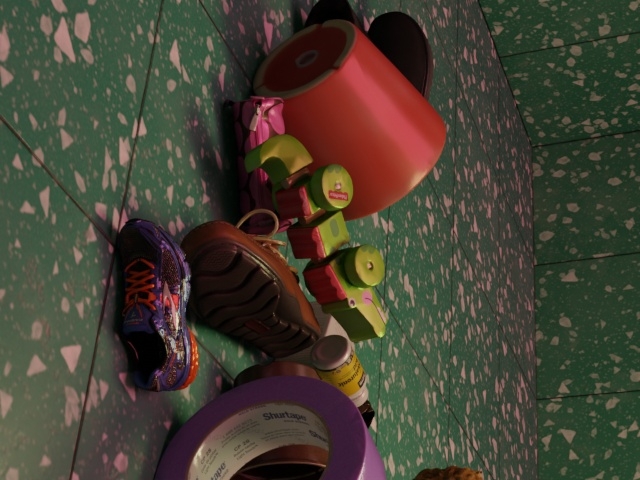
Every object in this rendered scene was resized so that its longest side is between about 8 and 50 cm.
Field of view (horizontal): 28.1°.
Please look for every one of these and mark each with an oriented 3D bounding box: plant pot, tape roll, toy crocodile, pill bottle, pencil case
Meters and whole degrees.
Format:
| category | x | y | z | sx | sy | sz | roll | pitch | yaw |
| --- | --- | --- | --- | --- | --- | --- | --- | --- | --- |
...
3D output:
| category | x | y | z | sx | sy | sz | roll | pitch | yaw |
| --- | --- | --- | --- | --- | --- | --- | --- | --- | --- |
| plant pot | 0.032 | -0.209 | 2.097 | 0.243 | 0.275 | 0.275 | 54 | 32 | -33 |
| tape roll | -0.062 | 0.297 | 1.570 | 0.275 | 0.275 | 0.090 | -78 | 153 | -45 |
| toy crocodile | 0.000 | 0.000 | 1.873 | 0.105 | 0.115 | 0.340 | -36 | 109 | -43 |
| pill bottle | 0.032 | 0.203 | 1.952 | 0.065 | 0.065 | 0.116 | -79 | 153 | -43 |
| pencil case | -0.090 | -0.113 | 1.938 | 0.098 | 0.095 | 0.209 | 151 | -68 | -77 |
| plant pot | -0.056 | 0.268 | 1.794 | 0.167 | 0.167 | 0.165 | 55 | 26 | -53 |

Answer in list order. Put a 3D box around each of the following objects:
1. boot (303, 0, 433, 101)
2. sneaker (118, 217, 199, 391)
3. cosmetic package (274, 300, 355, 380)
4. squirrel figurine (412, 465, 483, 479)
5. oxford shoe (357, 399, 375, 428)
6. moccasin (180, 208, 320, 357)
| category | x | y | z | sx | sy | sz | roll | pitch | yaw |
| --- | --- | --- | --- | --- | --- | --- | --- | --- | --- |
| boot | 0.082 | -0.358 | 2.477 | 0.445 | 0.146 | 0.367 | 32 | 51 | -60 |
| sneaker | -0.204 | 0.082 | 1.553 | 0.087 | 0.083 | 0.221 | -21 | 99 | -62 |
| cosmetic package | -0.014 | 0.210 | 2.035 | 0.231 | 0.085 | 0.117 | -75 | 150 | -51 |
| squirrel figurine | 0.223 | 0.613 | 2.293 | 0.370 | 0.281 | 0.397 | 69 | 25 | -50 |
| oxford shoe | 0.051 | 0.280 | 2.180 | 0.083 | 0.096 | 0.227 | 52 | 33 | -52 |
| moccasin | -0.098 | 0.049 | 1.783 | 0.380 | 0.139 | 0.147 | 37 | 30 | -63 |
